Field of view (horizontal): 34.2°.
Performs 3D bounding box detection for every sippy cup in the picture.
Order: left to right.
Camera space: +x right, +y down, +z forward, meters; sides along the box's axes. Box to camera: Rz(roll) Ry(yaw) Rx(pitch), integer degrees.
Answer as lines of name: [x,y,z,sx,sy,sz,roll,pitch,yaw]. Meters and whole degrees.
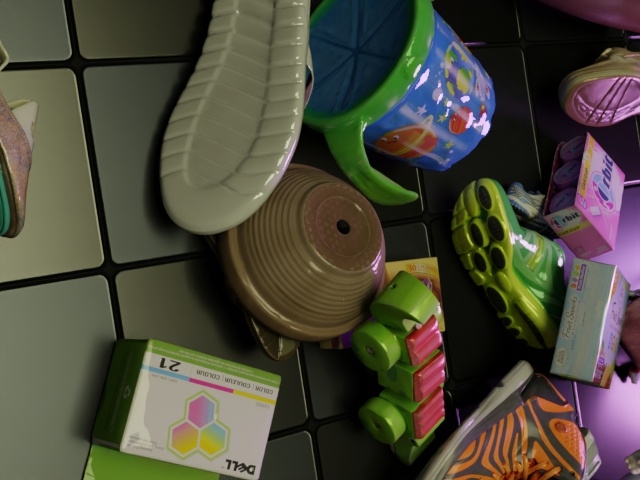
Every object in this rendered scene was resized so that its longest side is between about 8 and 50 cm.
sippy cup: [0.110,-0.209,1.392,0.224,0.240,0.306,28,96,-40]

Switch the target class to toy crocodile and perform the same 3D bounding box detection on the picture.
toy crocodile: [0.118,0.173,1.362,0.115,0.105,0.341,-37,137,-32]

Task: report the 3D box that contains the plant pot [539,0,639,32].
plant pot: [0.430,-0.438,1.638,0.230,0.215,0.215,-2,87,-19]

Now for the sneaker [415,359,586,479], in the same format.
sneaker: [0.262,0.321,1.456,0.180,0.125,0.321,42,61,12]

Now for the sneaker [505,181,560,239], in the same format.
sneaker: [0.339,-0.048,1.620,0.135,0.052,0.058,31,66,-28]

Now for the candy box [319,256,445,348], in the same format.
candy box: [0.081,0.084,1.437,0.186,0.053,0.109,-5,88,-35]

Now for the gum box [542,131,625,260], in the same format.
gum box: [0.417,-0.074,1.635,0.107,0.062,0.188,44,44,-22]

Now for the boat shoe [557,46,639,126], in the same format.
boat shoe: [0.491,-0.264,1.717,0.302,0.109,0.098,-11,53,-33]

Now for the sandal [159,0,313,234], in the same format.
sandal: [-0.081,-0.195,1.318,0.102,0.169,0.416,50,53,-67]

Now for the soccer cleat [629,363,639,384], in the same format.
soccer cleat: [0.550,0.217,1.753,0.083,0.029,0.036,-17,110,-35]

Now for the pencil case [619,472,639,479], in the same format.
pencil case: [0.437,0.469,1.599,0.273,0.124,0.114,-29,102,-32]

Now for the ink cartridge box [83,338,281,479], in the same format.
ink cartridge box: [-0.171,0.262,1.230,0.188,0.097,0.255,20,75,-31]

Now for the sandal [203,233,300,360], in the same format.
sandal: [-0.093,0.052,1.327,0.090,0.060,0.219,-32,89,-37]

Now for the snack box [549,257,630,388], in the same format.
snack box: [0.411,0.130,1.573,0.207,0.070,0.175,29,74,-66]

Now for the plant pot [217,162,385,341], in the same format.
plant pot: [0.000,0.000,1.303,0.237,0.109,0.237,15,62,-29]

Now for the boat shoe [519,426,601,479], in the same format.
boat shoe: [0.358,0.380,1.580,0.227,0.079,0.081,-38,102,-33]

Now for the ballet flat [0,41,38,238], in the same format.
ballet flat: [-0.372,-0.160,1.132,0.106,0.107,0.316,-33,105,-45]

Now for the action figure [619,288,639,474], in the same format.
action figure: [0.612,0.238,1.670,0.275,0.248,0.370,3,62,-54]

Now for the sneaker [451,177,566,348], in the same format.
sneaker: [0.291,0.025,1.559,0.123,0.109,0.296,-47,119,-35]
